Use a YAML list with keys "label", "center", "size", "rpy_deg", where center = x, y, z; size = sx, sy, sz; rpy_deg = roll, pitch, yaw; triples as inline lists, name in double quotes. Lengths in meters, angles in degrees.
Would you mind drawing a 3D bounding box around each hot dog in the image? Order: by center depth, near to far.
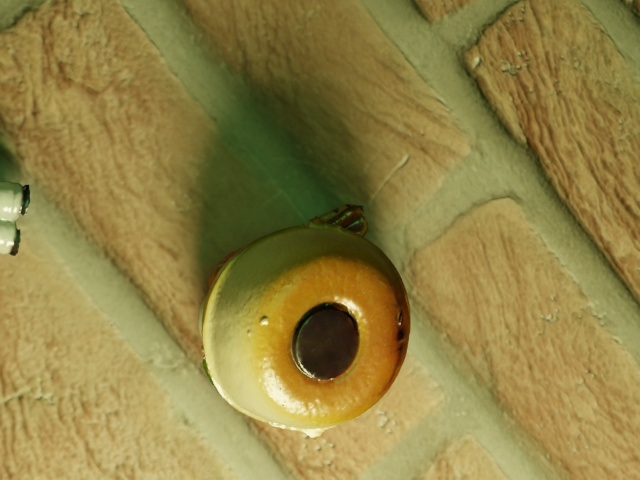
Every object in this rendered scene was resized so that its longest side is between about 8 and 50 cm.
- label: "hot dog"
  center: [0.000, 0.000, 1.141]
  size: [0.122, 0.037, 0.049]
  rpy_deg: [-29, 102, -14]

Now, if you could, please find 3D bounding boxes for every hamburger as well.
- label: "hamburger"
  center: [-0.011, 0.089, 1.058]
  size: [0.236, 0.147, 0.237]
  rpy_deg: [-3, 98, -21]

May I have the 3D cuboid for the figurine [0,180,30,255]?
- label: "figurine"
  center: [-0.409, -0.036, 0.981]
  size: [0.245, 0.110, 0.138]
  rpy_deg: [13, 93, -22]
